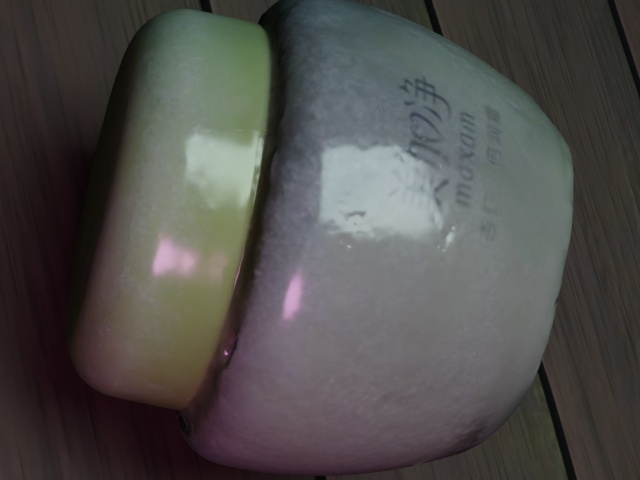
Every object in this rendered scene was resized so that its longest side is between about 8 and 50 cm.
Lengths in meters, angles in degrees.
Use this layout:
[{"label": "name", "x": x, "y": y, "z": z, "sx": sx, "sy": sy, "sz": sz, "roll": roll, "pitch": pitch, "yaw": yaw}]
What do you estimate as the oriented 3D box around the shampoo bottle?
[{"label": "shampoo bottle", "x": 0.000, "y": 0.000, "z": 1.120, "sx": 0.317, "sy": 0.322, "sz": 0.322, "roll": 14, "pitch": 58, "yaw": -14}]
